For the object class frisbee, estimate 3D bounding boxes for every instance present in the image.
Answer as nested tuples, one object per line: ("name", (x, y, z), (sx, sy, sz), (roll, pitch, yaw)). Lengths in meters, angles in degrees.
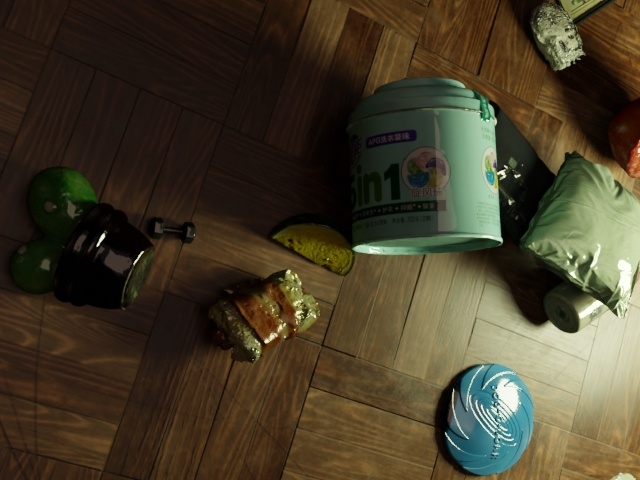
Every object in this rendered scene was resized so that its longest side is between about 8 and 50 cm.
("frisbee", (0.369, 0.385, 1.833), (0.242, 0.045, 0.242), (2, 86, -26))

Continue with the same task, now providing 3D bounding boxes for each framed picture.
("framed picture", (0.606, -0.618, 1.993), (0.195, 0.010, 0.199), (-34, 103, -22))

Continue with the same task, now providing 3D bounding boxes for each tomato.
("tomato", (0.747, -0.262, 1.966), (0.200, 0.139, 0.233), (-34, 145, -6))

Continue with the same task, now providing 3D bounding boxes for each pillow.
("pillow", (0.589, -0.017, 1.844), (0.283, 0.138, 0.310), (37, 60, -10))

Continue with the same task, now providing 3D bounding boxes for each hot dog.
("hot dog", (-0.108, 0.140, 1.588), (0.213, 0.103, 0.146), (-21, 76, -34))

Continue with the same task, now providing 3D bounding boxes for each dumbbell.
("dumbbell", (-0.269, -0.018, 1.546), (0.083, 0.040, 0.036), (9, 53, -25))

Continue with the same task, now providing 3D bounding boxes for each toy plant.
("toy plant", (-0.402, 0.005, 1.420), (0.235, 0.175, 0.218), (24, 84, 3))

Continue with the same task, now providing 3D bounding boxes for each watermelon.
("watermelon", (0.006, -0.003, 1.654), (0.182, 0.075, 0.092), (30, 80, -23))

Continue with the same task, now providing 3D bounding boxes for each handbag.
("handbag", (0.396, -0.142, 1.836), (0.254, 0.089, 0.211), (44, 63, -24))

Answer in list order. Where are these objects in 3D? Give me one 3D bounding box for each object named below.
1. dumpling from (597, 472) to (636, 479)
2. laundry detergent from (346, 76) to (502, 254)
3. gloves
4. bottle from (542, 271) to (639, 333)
("dumpling", (0.655, 0.591, 1.933), (0.177, 0.092, 0.150), (25, 81, -24))
("laundry detergent", (0.194, -0.137, 1.623), (0.287, 0.287, 0.305), (1, 83, -25))
("gloves", (0.535, -0.467, 1.921), (0.114, 0.070, 0.153), (-37, 102, -21))
("bottle", (0.618, 0.110, 1.922), (0.233, 0.110, 0.109), (-29, 101, -22))
